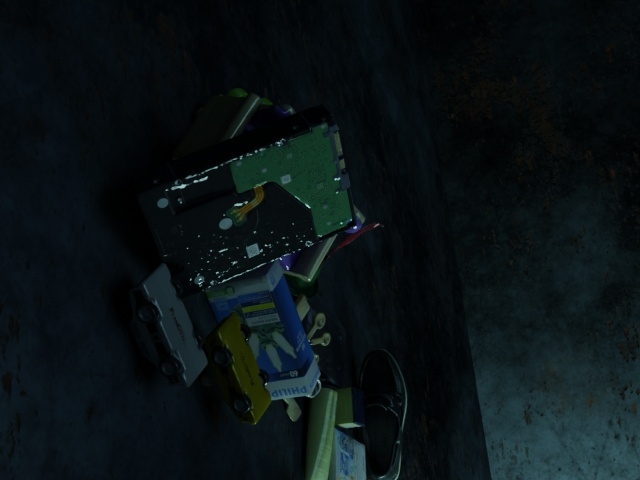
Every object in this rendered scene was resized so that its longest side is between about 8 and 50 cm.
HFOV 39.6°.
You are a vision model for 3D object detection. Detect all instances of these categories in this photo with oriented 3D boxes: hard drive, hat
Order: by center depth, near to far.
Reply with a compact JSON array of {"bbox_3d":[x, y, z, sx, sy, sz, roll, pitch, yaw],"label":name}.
[{"bbox_3d":[-0.117,-0.063,1.463,0.064,0.338,0.237,-123,-166,-47],"label":"hard drive"},{"bbox_3d":[0.000,0.000,1.903,0.173,0.183,0.208,47,25,-12],"label":"hat"},{"bbox_3d":[-0.015,0.213,2.000,0.255,0.054,0.172,52,33,-47],"label":"hard drive"}]

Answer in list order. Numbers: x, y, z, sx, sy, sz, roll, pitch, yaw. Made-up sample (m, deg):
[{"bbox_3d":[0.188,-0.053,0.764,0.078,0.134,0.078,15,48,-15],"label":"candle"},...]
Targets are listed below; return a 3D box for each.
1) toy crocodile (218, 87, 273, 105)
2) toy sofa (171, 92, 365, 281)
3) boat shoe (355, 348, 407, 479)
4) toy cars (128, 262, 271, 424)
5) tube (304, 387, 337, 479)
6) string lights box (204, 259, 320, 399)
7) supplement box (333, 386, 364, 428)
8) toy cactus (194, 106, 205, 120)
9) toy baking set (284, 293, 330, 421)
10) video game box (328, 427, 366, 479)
[{"bbox_3d":[-0.136,-0.237,1.870,0.115,0.105,0.340,42,12,16],"label":"toy crocodile"},{"bbox_3d":[-0.082,-0.086,1.595,0.150,0.177,0.363,-59,138,-23],"label":"toy sofa"},{"bbox_3d":[0.144,0.431,2.203,0.113,0.127,0.340,55,39,-70],"label":"boat shoe"},{"bbox_3d":[-0.209,0.184,1.481,0.393,0.087,0.177,44,39,-51],"label":"toy cars"},{"bbox_3d":[-0.004,0.441,1.921,0.070,0.062,0.240,14,63,-19],"label":"tube"},{"bbox_3d":[-0.106,0.172,1.674,0.077,0.133,0.260,-60,134,-61],"label":"string lights box"},{"bbox_3d":[0.052,0.386,2.043,0.056,0.083,0.083,39,44,-59],"label":"supplement box"},{"bbox_3d":[-0.201,-0.167,1.692,0.219,0.112,0.181,27,35,-61],"label":"toy cactus"},{"bbox_3d":[-0.046,0.244,1.846,0.196,0.030,0.256,27,74,-49],"label":"toy baking set"},{"bbox_3d":[0.053,0.548,2.017,0.187,0.048,0.205,48,36,-56],"label":"video game box"}]
